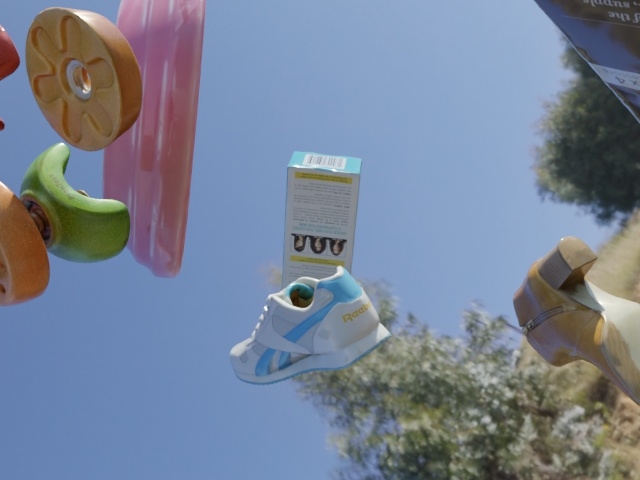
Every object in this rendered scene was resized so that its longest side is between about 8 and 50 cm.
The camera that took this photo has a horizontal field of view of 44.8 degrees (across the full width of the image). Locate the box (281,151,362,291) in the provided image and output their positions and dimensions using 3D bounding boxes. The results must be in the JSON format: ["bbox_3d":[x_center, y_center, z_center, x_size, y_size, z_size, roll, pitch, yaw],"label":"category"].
[{"bbox_3d":[0.000,0.000,1.112,0.060,0.101,0.244,-75,-9,-61],"label":"box"}]

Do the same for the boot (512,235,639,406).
[{"bbox_3d":[0.404,0.154,1.170,0.104,0.295,0.211,-17,-29,-16],"label":"boot"}]

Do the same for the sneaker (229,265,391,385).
[{"bbox_3d":[-0.025,0.092,0.824,0.087,0.229,0.092,-31,-86,-44],"label":"sneaker"}]

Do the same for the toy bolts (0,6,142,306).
[{"bbox_3d":[-0.260,-0.082,0.553,0.158,0.228,0.218,-33,-22,-46],"label":"toy bolts"}]

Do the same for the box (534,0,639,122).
[{"bbox_3d":[0.260,-0.118,0.410,0.381,0.191,0.143,26,-88,-41],"label":"box"}]

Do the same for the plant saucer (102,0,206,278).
[{"bbox_3d":[-0.175,-0.127,0.820,0.084,0.332,0.332,6,-70,-11],"label":"plant saucer"}]
